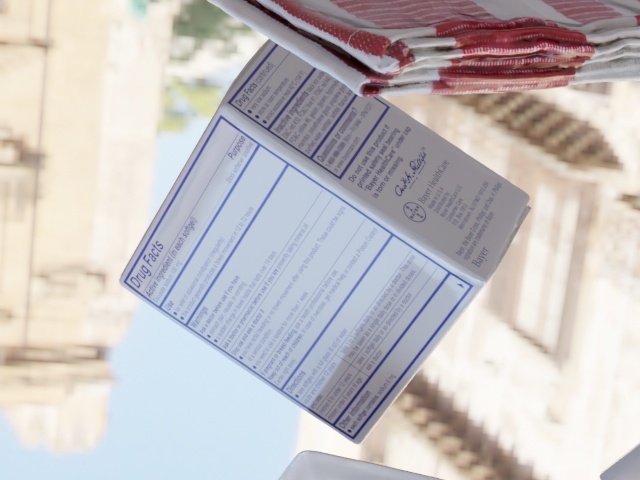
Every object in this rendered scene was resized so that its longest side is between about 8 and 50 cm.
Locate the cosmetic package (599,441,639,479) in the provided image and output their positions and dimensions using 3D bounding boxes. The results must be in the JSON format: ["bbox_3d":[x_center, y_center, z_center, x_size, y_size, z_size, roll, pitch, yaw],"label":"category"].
[{"bbox_3d":[0.437,0.180,1.543,0.365,0.197,0.155,-19,162,-24],"label":"cosmetic package"}]

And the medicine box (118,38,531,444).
[{"bbox_3d":[0.000,0.000,1.819,0.289,0.263,0.149,34,-138,0],"label":"medicine box"}]

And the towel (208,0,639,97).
[{"bbox_3d":[0.097,-0.138,1.021,0.329,0.037,0.237,-7,-153,-33],"label":"towel"}]

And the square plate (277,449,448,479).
[{"bbox_3d":[0.076,0.338,1.825,0.347,0.344,0.049,15,-133,-17],"label":"square plate"}]
